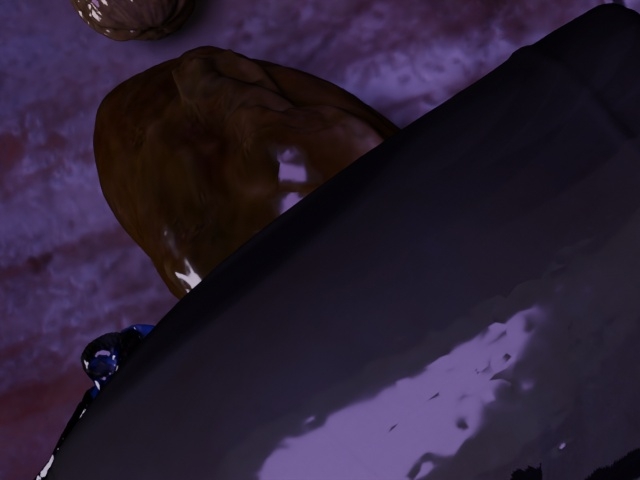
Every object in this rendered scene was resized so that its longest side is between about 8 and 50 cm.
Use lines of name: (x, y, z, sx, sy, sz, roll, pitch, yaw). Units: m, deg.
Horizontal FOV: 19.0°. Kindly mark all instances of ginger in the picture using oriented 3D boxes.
ginger: (0.000, 0.000, 0.974, 0.321, 0.165, 0.172, 51, 141, 27)

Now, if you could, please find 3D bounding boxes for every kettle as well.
kettle: (0.051, 0.107, 0.736, 0.324, 0.228, 0.321, -31, 41, -2)

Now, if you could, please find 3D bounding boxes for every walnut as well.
walnut: (-0.109, -0.158, 1.071, 0.082, 0.079, 0.096, -26, 77, 17)

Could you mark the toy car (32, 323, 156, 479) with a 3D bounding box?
toy car: (-0.106, 0.133, 1.029, 0.216, 0.063, 0.103, -58, 46, 32)
